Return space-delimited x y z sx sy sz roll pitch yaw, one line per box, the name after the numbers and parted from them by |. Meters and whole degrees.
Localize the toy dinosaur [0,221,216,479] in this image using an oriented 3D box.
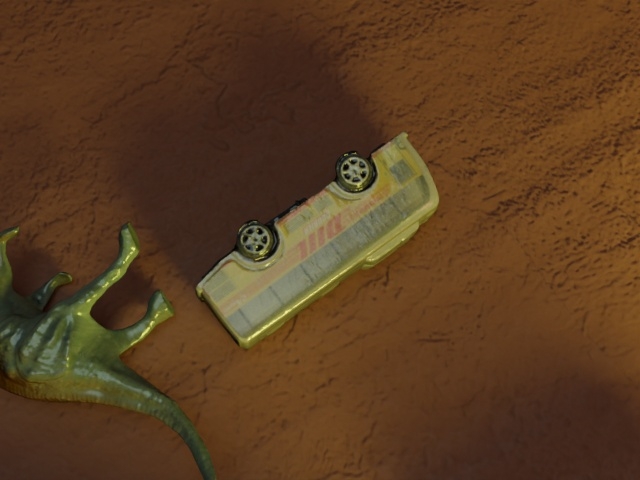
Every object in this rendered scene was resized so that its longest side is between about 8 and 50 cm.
-0.225 0.102 0.991 0.205 0.092 0.393 -39 76 -10 | toy dinosaur

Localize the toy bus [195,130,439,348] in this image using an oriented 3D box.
0.000 0.000 1.021 0.268 0.092 0.106 -36 83 -10 | toy bus
